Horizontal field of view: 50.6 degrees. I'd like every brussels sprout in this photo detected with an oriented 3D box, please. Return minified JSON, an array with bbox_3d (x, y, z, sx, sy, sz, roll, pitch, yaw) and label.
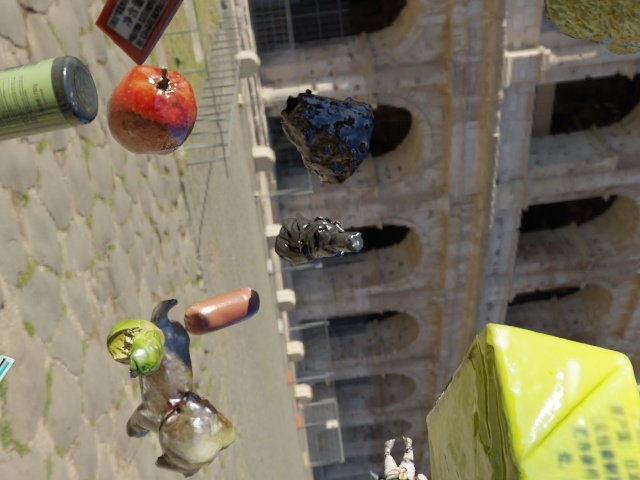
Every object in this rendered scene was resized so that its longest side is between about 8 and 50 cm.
[{"bbox_3d":[-0.171,0.102,0.644,0.083,0.051,0.046,21,-30,53],"label":"brussels sprout"}]

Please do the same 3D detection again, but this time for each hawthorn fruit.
[{"bbox_3d":[-0.378,-0.305,1.532,0.253,0.205,0.205,137,-50,-60],"label":"hawthorn fruit"}]

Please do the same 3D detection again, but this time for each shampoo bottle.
[{"bbox_3d":[-0.477,-0.196,0.991,0.101,0.283,0.101,-9,90,-83],"label":"shampoo bottle"}]

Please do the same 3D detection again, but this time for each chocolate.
[{"bbox_3d":[-0.262,-0.451,1.123,0.237,0.108,0.235,-43,-151,35],"label":"chocolate"},{"bbox_3d":[-0.006,-0.180,1.075,0.156,0.133,0.156,-41,-144,39],"label":"chocolate"},{"bbox_3d":[0.193,0.261,0.613,0.301,0.136,0.289,96,-7,-61],"label":"chocolate"}]

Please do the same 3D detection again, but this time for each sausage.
[{"bbox_3d":[-0.218,0.159,1.520,0.077,0.194,0.077,22,-61,47],"label":"sausage"}]

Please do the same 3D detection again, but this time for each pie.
[{"bbox_3d":[0.578,-0.466,1.324,0.106,0.274,0.257,-56,173,-12],"label":"pie"}]

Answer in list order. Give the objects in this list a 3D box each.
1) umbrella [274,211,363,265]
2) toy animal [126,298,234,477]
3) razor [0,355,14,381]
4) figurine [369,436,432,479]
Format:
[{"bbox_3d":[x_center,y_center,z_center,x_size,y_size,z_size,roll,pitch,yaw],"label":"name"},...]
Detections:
[{"bbox_3d":[0.000,0.000,1.349,0.340,0.118,0.118,-176,-103,-66],"label":"umbrella"},{"bbox_3d":[-0.207,0.214,0.957,0.168,0.121,0.233,-39,-114,55],"label":"toy animal"},{"bbox_3d":[-0.470,0.205,0.858,0.037,0.191,0.068,58,21,-25],"label":"razor"},{"bbox_3d":[0.161,0.509,1.253,0.197,0.175,0.265,47,32,1],"label":"figurine"}]
